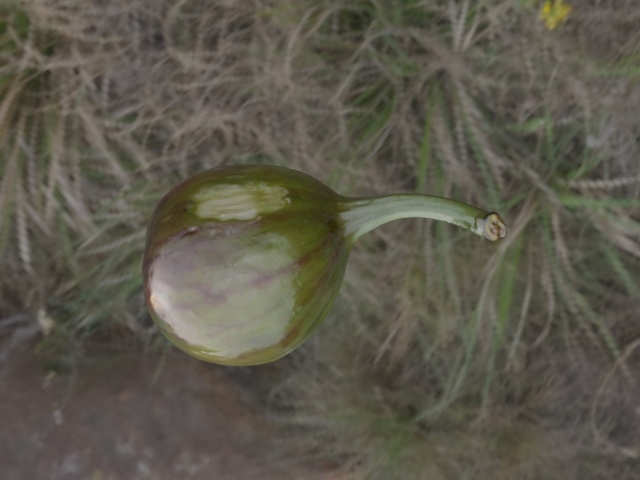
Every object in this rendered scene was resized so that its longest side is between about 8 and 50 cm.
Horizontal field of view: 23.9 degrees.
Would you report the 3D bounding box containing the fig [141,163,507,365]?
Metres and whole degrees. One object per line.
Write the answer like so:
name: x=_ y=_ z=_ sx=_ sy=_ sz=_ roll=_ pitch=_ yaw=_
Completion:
fig: x=0.000 y=0.000 z=0.998 sx=0.245 sy=0.149 sz=0.149 roll=-17 pitch=108 yaw=16
